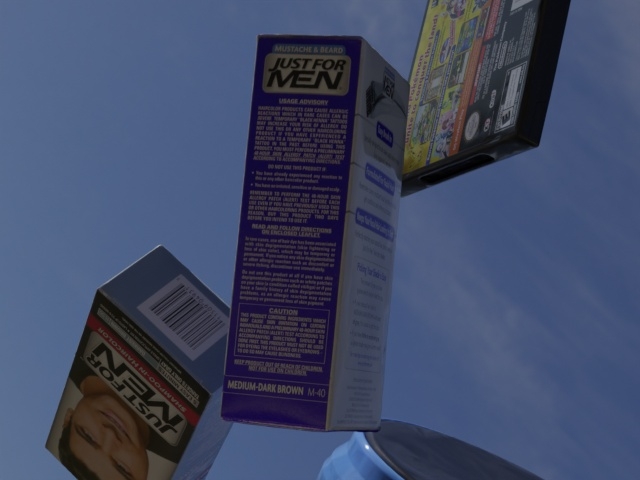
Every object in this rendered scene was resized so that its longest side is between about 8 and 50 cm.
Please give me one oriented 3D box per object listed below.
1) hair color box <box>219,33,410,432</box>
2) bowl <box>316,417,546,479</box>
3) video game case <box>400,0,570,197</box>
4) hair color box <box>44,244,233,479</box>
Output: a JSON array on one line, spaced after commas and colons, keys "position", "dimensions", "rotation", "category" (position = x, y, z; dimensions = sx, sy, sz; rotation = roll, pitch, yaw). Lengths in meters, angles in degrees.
[{"position": [0.000, 0.000, 1.344], "dimensions": [0.110, 0.339, 0.185], "rotation": [5, -6, 17], "category": "hair color box"}, {"position": [0.186, 0.297, 1.509], "dimensions": [0.391, 0.077, 0.391], "rotation": [26, 7, -3], "category": "bowl"}, {"position": [0.173, -0.198, 1.595], "dimensions": [0.035, 0.275, 0.248], "rotation": [24, -21, -25], "category": "video game case"}, {"position": [-0.208, 0.196, 1.825], "dimensions": [0.185, 0.113, 0.374], "rotation": [42, -39, 13], "category": "hair color box"}]
